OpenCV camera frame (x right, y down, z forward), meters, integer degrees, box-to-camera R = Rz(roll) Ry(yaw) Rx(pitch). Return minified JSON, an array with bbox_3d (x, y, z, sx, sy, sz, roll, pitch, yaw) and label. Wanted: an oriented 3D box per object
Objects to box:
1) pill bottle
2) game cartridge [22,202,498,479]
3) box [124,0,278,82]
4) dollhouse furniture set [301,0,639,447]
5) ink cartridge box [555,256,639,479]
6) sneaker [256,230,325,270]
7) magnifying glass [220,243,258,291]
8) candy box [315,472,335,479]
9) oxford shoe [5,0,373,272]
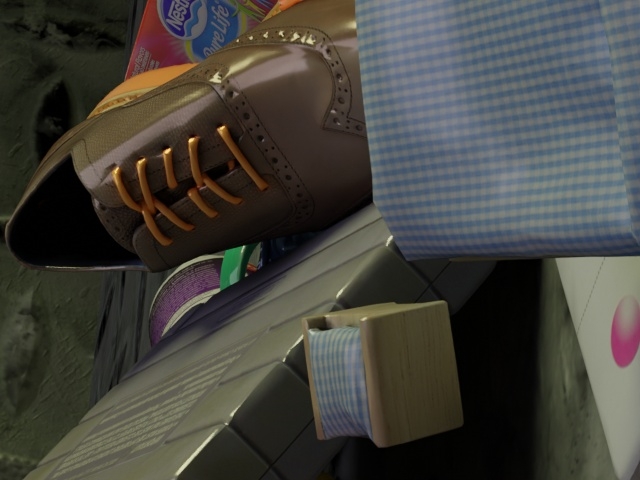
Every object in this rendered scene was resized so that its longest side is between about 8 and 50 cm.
[{"bbox_3d":[-0.071,0.072,1.224,0.193,0.108,0.108,-126,46,-73],"label":"pill bottle"},{"bbox_3d":[-0.055,0.088,0.837,0.230,0.068,0.355,-51,11,-28],"label":"game cartridge"},{"bbox_3d":[-0.033,-0.178,1.102,0.128,0.122,0.257,-59,0,-29],"label":"box"},{"bbox_3d":[-0.001,0.003,0.398,0.286,0.198,0.303,0,97,60],"label":"dollhouse furniture set"},{"bbox_3d":[0.137,-0.148,0.501,0.324,0.071,0.330,-96,17,-52],"label":"ink cartridge box"},{"bbox_3d":[0.000,0.000,1.044,0.090,0.081,0.232,-29,-57,-59],"label":"sneaker"},{"bbox_3d":[-0.025,0.097,1.090,0.026,0.092,0.231,-6,82,42],"label":"magnifying glass"},{"bbox_3d":[0.007,0.208,0.950,0.206,0.027,0.105,-149,71,-77],"label":"candy box"},{"bbox_3d":[-0.042,-0.038,0.875,0.132,0.130,0.363,-42,14,-36],"label":"oxford shoe"}]
